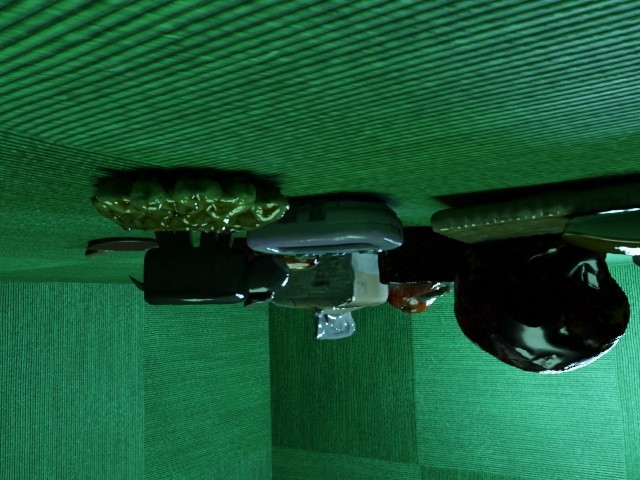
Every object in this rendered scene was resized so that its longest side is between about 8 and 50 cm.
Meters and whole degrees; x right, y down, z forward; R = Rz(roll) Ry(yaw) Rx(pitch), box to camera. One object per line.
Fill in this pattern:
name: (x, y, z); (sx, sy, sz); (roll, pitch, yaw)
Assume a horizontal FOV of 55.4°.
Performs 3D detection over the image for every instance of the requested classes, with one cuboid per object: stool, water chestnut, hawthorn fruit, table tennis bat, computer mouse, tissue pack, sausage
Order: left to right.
table tennis bat: (-0.424, 0.015, 1.262); (0.131, 0.022, 0.234); (3, 171, -44)
stool: (-0.170, 0.035, 0.946); (0.227, 0.140, 0.153); (3, 173, -34)
sausage: (-0.116, 0.031, 1.261); (0.263, 0.083, 0.083); (-3, 174, 0)
tissue pack: (0.026, 0.126, 1.477); (0.238, 0.239, 0.305); (-4, 173, 20)
hawthorn fruit: (0.251, 0.118, 1.704); (0.172, 0.173, 0.173); (-2, 174, 0)
water chestnut: (0.369, 0.091, 1.031); (0.288, 0.290, 0.244); (-3, 175, 9)
computer mouse: (0.427, -0.012, 0.748); (0.245, 0.056, 0.126); (-7, 172, 15)

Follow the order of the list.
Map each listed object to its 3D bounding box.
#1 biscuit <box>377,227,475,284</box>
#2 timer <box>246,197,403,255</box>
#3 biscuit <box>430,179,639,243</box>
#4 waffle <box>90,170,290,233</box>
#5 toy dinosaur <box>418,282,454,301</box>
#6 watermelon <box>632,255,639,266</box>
biscuit: (0.303, 0.029, 1.198); (0.387, 0.108, 0.073); (-1, 174, -9)
timer: (0.009, -0.016, 0.875); (0.208, 0.069, 0.190); (-3, 174, 19)
biscuit: (0.333, -0.039, 0.849); (0.324, 0.044, 0.217); (-8, 169, 28)
waffle: (-0.147, -0.036, 0.706); (0.223, 0.054, 0.204); (1, 173, -20)
toy dinosaur: (0.346, 0.061, 1.440); (0.294, 0.077, 0.162); (-34, -172, -24)
watermelon: (0.649, 0.031, 0.913); (0.309, 0.232, 0.193); (14, 138, -1)
